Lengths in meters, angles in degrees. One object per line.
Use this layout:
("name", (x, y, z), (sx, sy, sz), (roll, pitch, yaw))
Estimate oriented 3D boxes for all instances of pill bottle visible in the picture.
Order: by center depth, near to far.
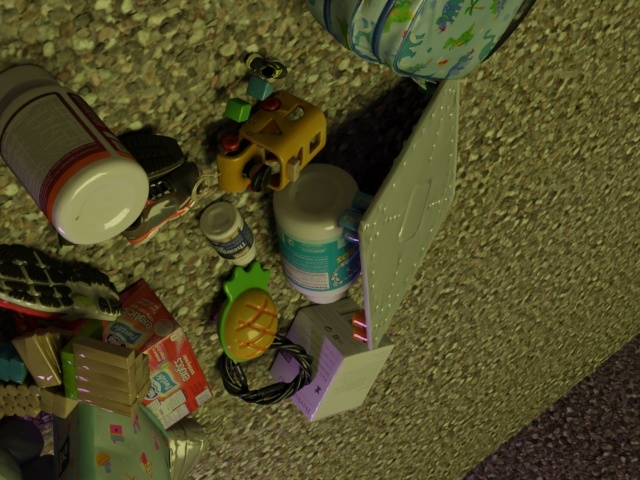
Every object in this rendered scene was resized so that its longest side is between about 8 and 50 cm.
("pill bottle", (-0.307, -0.106, 1.234), (0.121, 0.221, 0.121), (-30, 147, -22))
("pill bottle", (-0.146, -0.007, 1.697), (0.067, 0.067, 0.120), (-39, 149, -6))
("pill bottle", (0.000, 0.000, 1.800), (0.146, 0.146, 0.264), (-32, 148, -18))

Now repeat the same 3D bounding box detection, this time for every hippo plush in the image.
("hippo plush", (-0.539, 0.433, 1.622), (0.237, 0.234, 0.294), (-35, 170, 9))

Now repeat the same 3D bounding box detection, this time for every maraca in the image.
("maraca", (-0.130, 0.128, 1.863), (0.127, 0.099, 0.185), (-19, 116, -44))

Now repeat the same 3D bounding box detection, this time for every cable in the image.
("cable", (-0.099, 0.252, 2.014), (0.185, 0.047, 0.150), (29, 95, -25))

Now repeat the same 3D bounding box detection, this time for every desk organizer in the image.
("desk organizer", (0.086, -0.078, 1.896), (0.130, 0.050, 0.047), (-45, 150, 3))

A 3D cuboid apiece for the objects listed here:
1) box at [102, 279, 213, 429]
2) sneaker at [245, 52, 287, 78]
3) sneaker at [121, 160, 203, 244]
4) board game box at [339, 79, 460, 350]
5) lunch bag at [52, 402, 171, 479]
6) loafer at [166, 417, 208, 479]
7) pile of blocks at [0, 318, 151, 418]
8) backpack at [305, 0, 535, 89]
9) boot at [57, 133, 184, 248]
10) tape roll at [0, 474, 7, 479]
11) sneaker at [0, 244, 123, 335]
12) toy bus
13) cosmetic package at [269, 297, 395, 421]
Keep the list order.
("box", (-0.284, 0.200, 1.738), (0.128, 0.122, 0.256), (-35, 148, -15))
("sneaker", (-0.074, -0.245, 1.517), (0.083, 0.035, 0.031), (6, 125, -52))
("sneaker", (-0.239, -0.060, 1.535), (0.158, 0.061, 0.065), (-46, 143, 3))
("board game box", (0.145, -0.058, 1.833), (0.390, 0.050, 0.390), (-60, 159, -29))
("lunch bag", (-0.330, 0.356, 1.619), (0.160, 0.223, 0.262), (-12, 144, 4))
("loafer", (-0.332, 0.481, 2.059), (0.111, 0.112, 0.319), (4, 118, -45))
("pile of blocks", (-0.391, 0.175, 1.509), (0.148, 0.362, 0.112), (69, 28, -22))
("backpack", (0.148, -0.359, 1.463), (0.356, 0.273, 0.290), (8, 130, -38))
("boot", (-0.288, -0.068, 1.465), (0.198, 0.076, 0.137), (-16, 147, -17))
("tape roll", (-0.564, 0.427, 1.478), (0.072, 0.392, 0.392), (-68, 179, -52))
("sneaker", (-0.404, 0.094, 1.496), (0.118, 0.107, 0.279), (-38, 148, 17))
("toy bus", (-0.074, -0.127, 1.558), (0.202, 0.104, 0.191), (-66, 159, 10))
("cosmetic package", (0.021, 0.239, 2.116), (0.151, 0.151, 0.183), (-9, 134, -44))
